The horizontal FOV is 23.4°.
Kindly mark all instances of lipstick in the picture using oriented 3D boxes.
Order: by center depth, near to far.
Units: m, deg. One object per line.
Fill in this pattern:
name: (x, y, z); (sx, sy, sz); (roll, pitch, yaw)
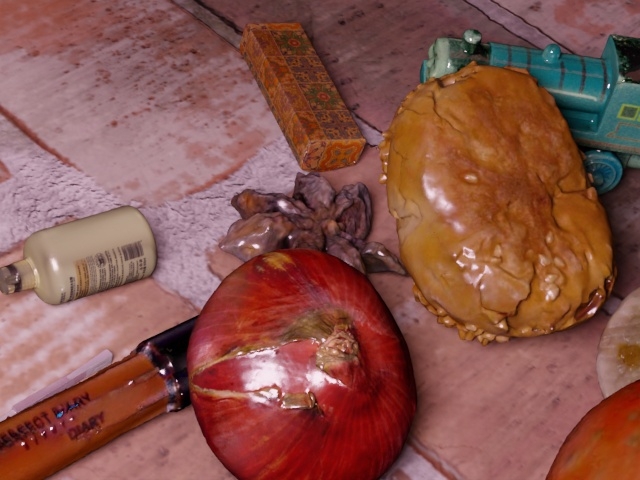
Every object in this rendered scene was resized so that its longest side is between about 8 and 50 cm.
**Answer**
lipstick: (-0.195, 0.152, 1.455); (0.418, 0.077, 0.077); (-28, 58, -34)

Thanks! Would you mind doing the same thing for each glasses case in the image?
glasses case: (-0.025, -0.173, 1.836); (0.075, 0.049, 0.218); (-4, 47, -27)

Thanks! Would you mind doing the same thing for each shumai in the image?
shumai: (0.386, 0.128, 1.604); (0.120, 0.201, 0.201); (31, 24, -50)

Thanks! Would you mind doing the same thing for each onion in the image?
onion: (-0.008, 0.125, 1.450); (0.248, 0.161, 0.248); (24, 58, -46)

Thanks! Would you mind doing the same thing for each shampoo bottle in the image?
shampoo bottle: (-0.251, 0.020, 1.565); (0.162, 0.079, 0.079); (-18, 53, -28)

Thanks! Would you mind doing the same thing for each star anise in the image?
star anise: (-0.016, -0.003, 1.654); (0.197, 0.073, 0.212); (-2, 45, -20)

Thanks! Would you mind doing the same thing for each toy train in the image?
toy train: (0.253, -0.160, 1.794); (0.298, 0.194, 0.120); (8, 46, -6)

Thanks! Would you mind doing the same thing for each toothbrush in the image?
toothbrush: (-0.277, 0.154, 1.473); (0.194, 0.014, 0.017); (-29, 58, -35)

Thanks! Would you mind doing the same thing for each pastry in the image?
pastry: (0.183, -0.031, 1.657); (0.255, 0.162, 0.311); (-3, 66, -31)

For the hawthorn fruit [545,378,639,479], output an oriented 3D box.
hawthorn fruit: (0.332, 0.252, 1.351); (0.316, 0.316, 0.316); (7, 45, -8)
